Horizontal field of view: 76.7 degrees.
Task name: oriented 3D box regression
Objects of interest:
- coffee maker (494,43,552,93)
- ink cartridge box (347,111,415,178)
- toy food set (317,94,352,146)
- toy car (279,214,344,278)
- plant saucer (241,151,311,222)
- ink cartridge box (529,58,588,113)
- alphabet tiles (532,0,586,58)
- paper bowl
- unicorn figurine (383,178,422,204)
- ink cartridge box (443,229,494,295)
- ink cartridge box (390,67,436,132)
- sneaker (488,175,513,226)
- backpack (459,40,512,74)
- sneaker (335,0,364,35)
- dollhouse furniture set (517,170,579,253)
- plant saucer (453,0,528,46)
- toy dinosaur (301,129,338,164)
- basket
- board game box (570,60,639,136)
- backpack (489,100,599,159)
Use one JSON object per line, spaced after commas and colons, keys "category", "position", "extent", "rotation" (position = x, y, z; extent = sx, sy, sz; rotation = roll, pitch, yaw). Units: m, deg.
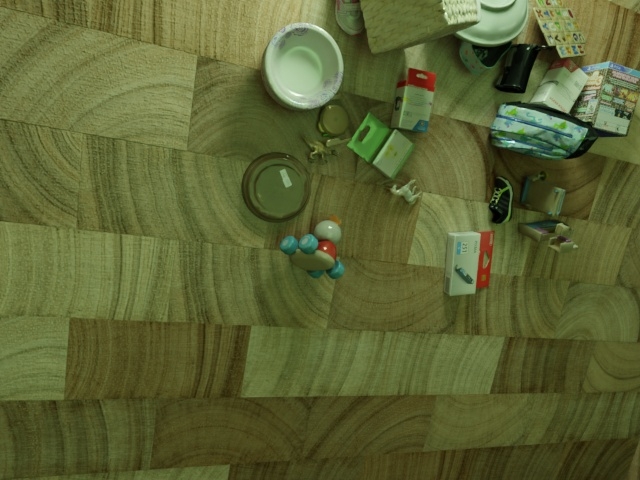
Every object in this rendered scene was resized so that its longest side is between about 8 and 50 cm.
{"category": "coffee maker", "position": [0.843, -0.722, 1.702], "extent": [0.120, 0.171, 0.178], "rotation": [9, 101, -25]}
{"category": "ink cartridge box", "position": [0.251, -0.387, 1.660], "extent": [0.235, 0.056, 0.171], "rotation": [33, 92, -23]}
{"category": "toy food set", "position": [0.048, -0.470, 1.590], "extent": [0.133, 0.038, 0.191], "rotation": [-16, 99, -20]}
{"category": "toy car", "position": [0.000, 0.000, 1.630], "extent": [0.219, 0.210, 0.237], "rotation": [44, 58, -34]}
{"category": "plant saucer", "position": [-0.166, -0.203, 1.580], "extent": [0.278, 0.041, 0.277], "rotation": [-4, 103, -16]}
{"category": "ink cartridge box", "position": [1.077, -0.676, 1.829], "extent": [0.159, 0.092, 0.217], "rotation": [27, 92, -21]}
{"category": "alphabet tiles", "position": [1.014, -0.904, 1.707], "extent": [0.343, 0.011, 0.285], "rotation": [-21, 87, -33]}
{"category": "paper bowl", "position": [-0.072, -0.612, 1.454], "extent": [0.285, 0.148, 0.284], "rotation": [-4, 104, -16]}
{"category": "unicorn figurine", "position": [0.367, -0.211, 1.733], "extent": [0.111, 0.060, 0.162], "rotation": [-47, 111, -3]}
{"category": "ink cartridge box", "position": [0.721, 0.104, 1.916], "extent": [0.261, 0.066, 0.296], "rotation": [-4, 104, -15]}
{"category": "ink cartridge box", "position": [0.376, -0.564, 1.643], "extent": [0.134, 0.078, 0.230], "rotation": [5, 101, -19]}
{"category": "sneaker", "position": [0.829, -0.178, 1.873], "extent": [0.097, 0.084, 0.234], "rotation": [-17, 107, -12]}
{"category": "backpack", "position": [0.653, -0.777, 1.641], "extent": [0.166, 0.144, 0.188], "rotation": [40, 72, -22]}
{"category": "sneaker", "position": [0.106, -0.882, 1.466], "extent": [0.103, 0.111, 0.252], "rotation": [-21, 108, -12]}
{"category": "dollhouse furniture set", "position": [1.099, -0.145, 1.857], "extent": [0.198, 0.286, 0.303], "rotation": [-8, 116, -16]}
{"category": "plant saucer", "position": [0.629, -0.942, 1.540], "extent": [0.401, 0.100, 0.400], "rotation": [2, 78, -9]}
{"category": "toy dinosaur", "position": [-0.019, -0.356, 1.593], "extent": [0.183, 0.053, 0.092], "rotation": [23, 80, -28]}
{"category": "basket", "position": [0.324, -0.854, 1.387], "extent": [0.266, 0.331, 0.328], "rotation": [-33, 115, -38]}
{"category": "board game box", "position": [1.325, -0.647, 1.887], "extent": [0.232, 0.141, 0.290], "rotation": [6, 101, -19]}
{"category": "backpack", "position": [0.917, -0.471, 1.735], "extent": [0.356, 0.290, 0.273], "rotation": [26, 113, -14]}
